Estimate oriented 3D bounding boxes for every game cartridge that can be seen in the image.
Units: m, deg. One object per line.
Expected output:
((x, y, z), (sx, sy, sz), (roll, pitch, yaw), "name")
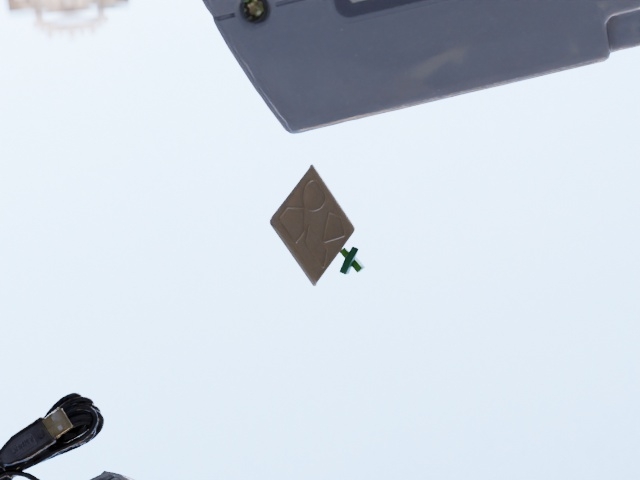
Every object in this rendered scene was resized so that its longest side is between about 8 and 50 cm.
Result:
((0.019, -0.197, 0.770), (0.198, 0.297, 0.062), (-11, -155, 7), "game cartridge")

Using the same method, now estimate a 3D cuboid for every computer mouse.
((-0.131, 0.171, 1.161), (0.106, 0.193, 0.042), (-41, -146, 4), "computer mouse")

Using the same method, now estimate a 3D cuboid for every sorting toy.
((0.000, 0.000, 1.249), (0.012, 0.083, 0.062), (-7, -143, 41), "sorting toy")
